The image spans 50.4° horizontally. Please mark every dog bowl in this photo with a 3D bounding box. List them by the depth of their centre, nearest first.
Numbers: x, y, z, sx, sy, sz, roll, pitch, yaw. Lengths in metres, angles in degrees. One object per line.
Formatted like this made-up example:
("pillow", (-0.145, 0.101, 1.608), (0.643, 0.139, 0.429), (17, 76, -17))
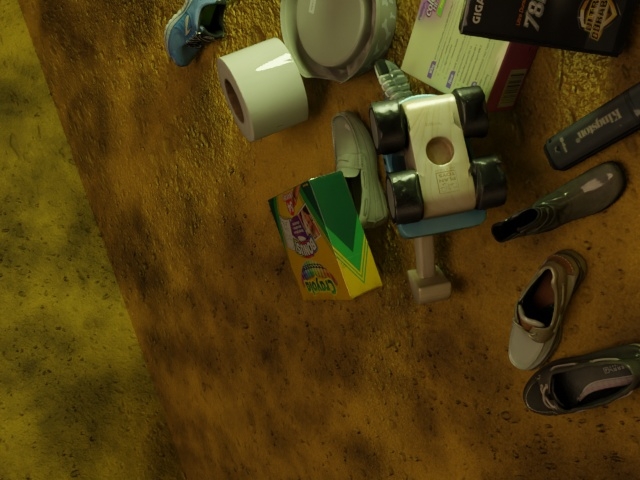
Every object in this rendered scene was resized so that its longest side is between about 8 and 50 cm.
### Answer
("dog bowl", (0.046, -0.566, 1.709), (0.349, 0.102, 0.348), (17, 113, 45))

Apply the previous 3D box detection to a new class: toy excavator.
("toy excavator", (0.242, -0.079, 1.490), (0.445, 0.223, 0.432), (89, 170, -85))

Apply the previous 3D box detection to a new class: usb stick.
("usb stick", (0.546, -0.221, 1.285), (0.278, 0.045, 0.077), (-35, 75, 48))

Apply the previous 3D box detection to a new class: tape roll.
("tape roll", (-0.161, -0.412, 1.868), (0.246, 0.169, 0.246), (60, 165, 27))

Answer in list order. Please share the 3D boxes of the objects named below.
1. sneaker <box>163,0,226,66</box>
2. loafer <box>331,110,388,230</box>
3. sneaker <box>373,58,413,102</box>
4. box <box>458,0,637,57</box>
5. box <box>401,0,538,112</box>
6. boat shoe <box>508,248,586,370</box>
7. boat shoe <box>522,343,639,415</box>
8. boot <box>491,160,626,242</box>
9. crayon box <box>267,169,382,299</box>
("sneaker", (-0.394, -0.672, 2.159), (0.147, 0.130, 0.330), (60, 137, 21))
("loafer", (0.087, -0.182, 1.769), (0.112, 0.112, 0.319), (-21, 85, 50))
("sneaker", (0.171, -0.320, 1.656), (0.228, 0.086, 0.132), (61, 140, 15))
("box", (0.418, -0.495, 1.199), (0.294, 0.073, 0.295), (9, 115, 2))
("box", (0.319, -0.416, 1.430), (0.243, 0.117, 0.213), (38, 128, 34))
("boat shoe", (0.460, 0.159, 1.453), (0.113, 0.103, 0.302), (34, 125, 38))
("boat shoe", (0.535, 0.297, 1.414), (0.335, 0.096, 0.112), (-38, 72, 47))
("boot", (0.465, -0.063, 1.335), (0.246, 0.161, 0.083), (-40, 72, 47))
("crayon box", (0.000, 0.000, 1.831), (0.363, 0.106, 0.312), (-14, 95, 69))
